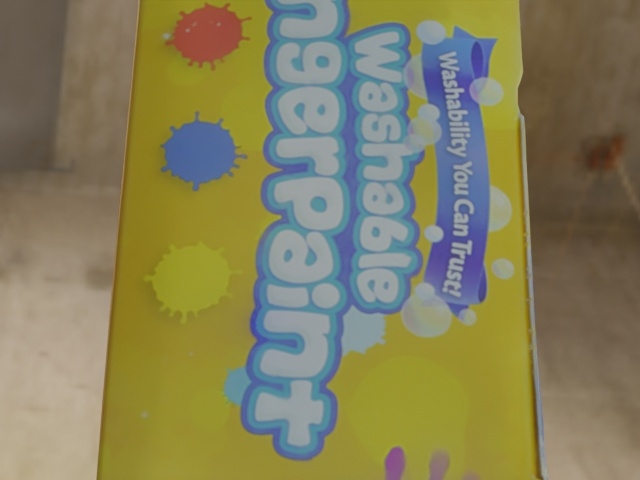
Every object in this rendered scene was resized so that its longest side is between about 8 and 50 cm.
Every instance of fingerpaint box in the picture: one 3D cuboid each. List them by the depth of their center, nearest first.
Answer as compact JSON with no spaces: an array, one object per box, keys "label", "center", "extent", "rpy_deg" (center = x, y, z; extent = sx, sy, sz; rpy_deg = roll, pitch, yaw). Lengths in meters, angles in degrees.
[{"label":"fingerpaint box","center":[0.000,0.000,0.776],"extent":[0.371,0.163,0.444],"rpy_deg":[91,0,-61]}]
